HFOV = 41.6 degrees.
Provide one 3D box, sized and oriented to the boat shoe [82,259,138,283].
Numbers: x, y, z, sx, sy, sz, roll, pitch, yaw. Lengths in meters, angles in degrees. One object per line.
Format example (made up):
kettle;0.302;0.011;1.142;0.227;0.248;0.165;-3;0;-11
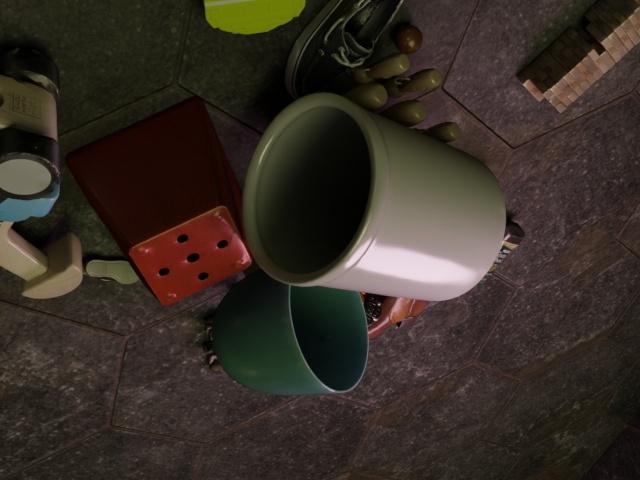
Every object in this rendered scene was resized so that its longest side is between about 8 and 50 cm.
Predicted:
boat shoe;-0.424;0.061;1.700;0.125;0.038;0.046;8;86;-44

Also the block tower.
block tower;0.579;-0.416;1.767;0.335;0.097;0.091;-42;139;17

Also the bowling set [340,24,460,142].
bowling set;0.138;-0.296;1.615;0.287;0.200;0.154;20;161;-41

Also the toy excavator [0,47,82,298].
toy excavator;-0.537;-0.084;1.367;0.432;0.222;0.445;14;139;-35

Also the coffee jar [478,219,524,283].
coffee jar;0.435;0.024;2.163;0.096;0.079;0.184;12;125;-40

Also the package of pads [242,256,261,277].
package of pads;0.000;0.000;1.848;0.229;0.101;0.296;19;121;-43

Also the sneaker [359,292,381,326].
sneaker;0.068;0.137;1.937;0.099;0.262;0.121;43;116;-16

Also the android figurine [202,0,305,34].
android figurine;-0.108;-0.426;1.326;0.248;0.056;0.273;-11;152;-7

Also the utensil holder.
utensil holder;0.107;-0.060;1.532;0.385;0.328;0.328;12;126;-43

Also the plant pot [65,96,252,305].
plant pot;-0.262;-0.047;1.527;0.267;0.236;0.267;-26;141;-6

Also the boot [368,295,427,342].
boot;0.185;0.122;2.101;0.264;0.096;0.280;-6;135;-27

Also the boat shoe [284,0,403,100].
boat shoe;0.047;-0.355;1.493;0.108;0.102;0.301;18;121;-43

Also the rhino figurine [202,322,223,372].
rhino figurine;-0.222;0.258;2.011;0.106;0.073;0.243;-10;145;-17

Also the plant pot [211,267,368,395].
plant pot;-0.076;0.181;1.710;0.235;0.293;0.293;-16;149;29
